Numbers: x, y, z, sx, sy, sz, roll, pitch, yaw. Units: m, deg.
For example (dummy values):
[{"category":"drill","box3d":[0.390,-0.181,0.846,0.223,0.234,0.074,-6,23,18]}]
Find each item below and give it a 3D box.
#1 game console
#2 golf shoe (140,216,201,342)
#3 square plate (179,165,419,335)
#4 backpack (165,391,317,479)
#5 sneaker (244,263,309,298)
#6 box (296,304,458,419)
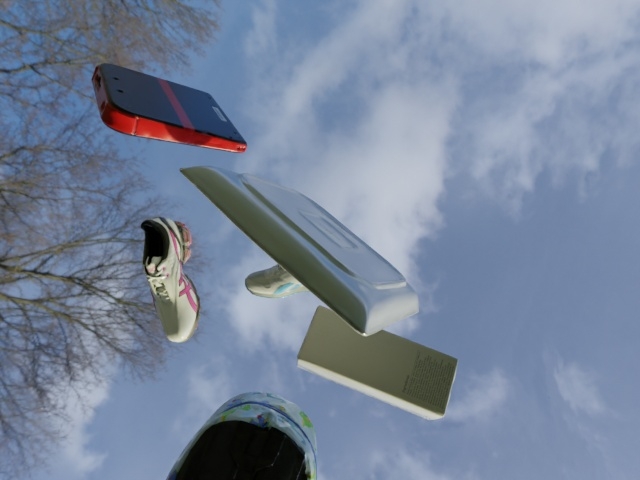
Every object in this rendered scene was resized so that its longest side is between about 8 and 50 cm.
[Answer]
[{"category":"game console","box3d":[-0.404,-0.346,1.246,0.386,0.342,0.060,54,-54,45]},{"category":"golf shoe","box3d":[-0.228,0.057,0.688,0.067,0.086,0.186,-16,-103,18]},{"category":"square plate","box3d":[0.000,0.000,0.746,0.347,0.344,0.049,41,-77,19]},{"category":"backpack","box3d":[-0.143,0.448,0.829,0.290,0.273,0.356,19,-75,8]},{"category":"sneaker","box3d":[-0.060,0.069,1.065,0.228,0.092,0.087,-8,-151,1]},{"category":"box","box3d":[0.100,0.227,0.873,0.275,0.094,0.113,22,-114,6]}]
